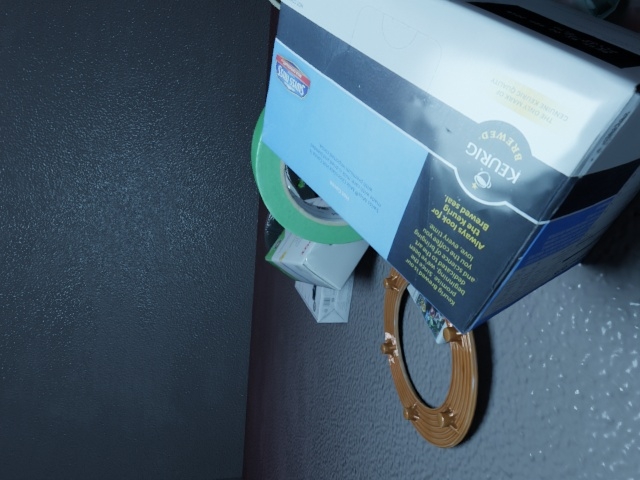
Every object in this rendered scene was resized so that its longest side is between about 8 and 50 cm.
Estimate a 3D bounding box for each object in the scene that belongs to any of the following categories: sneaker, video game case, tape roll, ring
[{"bbox_3d":[-0.096,-0.162,1.602,0.257,0.169,0.447,-130,53,-79],"label":"sneaker"},{"bbox_3d":[0.203,0.046,0.739,0.173,0.022,0.190,-109,28,-52],"label":"video game case"},{"bbox_3d":[0.038,-0.150,0.799,0.077,0.321,0.321,-117,34,-59],"label":"tape roll"},{"bbox_3d":[0.166,0.177,0.758,0.336,0.032,0.336,178,90,-78],"label":"ring"}]

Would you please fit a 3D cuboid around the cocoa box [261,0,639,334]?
[{"bbox_3d":[0.131,-0.129,0.450,0.347,0.231,0.228,47,138,32],"label":"cocoa box"}]

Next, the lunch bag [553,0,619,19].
[{"bbox_3d":[0.233,-0.369,0.485,0.223,0.160,0.262,-134,35,-63],"label":"lunch bag"}]

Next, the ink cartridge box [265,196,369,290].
[{"bbox_3d":[0.000,0.000,1.066,0.201,0.117,0.278,-57,20,-13],"label":"ink cartridge box"}]

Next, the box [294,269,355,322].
[{"bbox_3d":[0.004,0.107,1.277,0.290,0.087,0.169,-142,57,-69],"label":"box"}]

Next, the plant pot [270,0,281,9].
[{"bbox_3d":[-0.007,-0.793,1.155,0.305,0.334,0.333,-88,12,-50],"label":"plant pot"}]
